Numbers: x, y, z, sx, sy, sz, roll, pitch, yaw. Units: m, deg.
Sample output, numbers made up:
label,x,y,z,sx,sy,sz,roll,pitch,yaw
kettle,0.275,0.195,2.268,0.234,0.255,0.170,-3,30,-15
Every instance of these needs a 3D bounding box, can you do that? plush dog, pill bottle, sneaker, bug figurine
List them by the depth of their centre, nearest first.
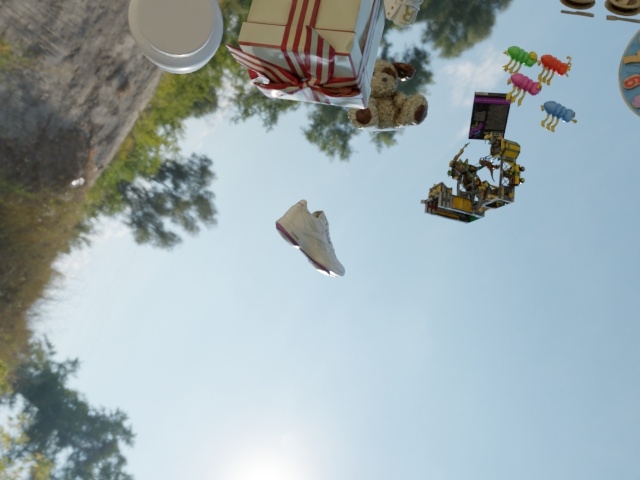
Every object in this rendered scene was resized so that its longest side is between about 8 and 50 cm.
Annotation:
label,x,y,z,sx,sy,sz,roll,pitch,yaw
pill bottle,-0.178,-0.267,0.677,0.112,0.112,0.187,-52,-159,4
sneaker,0.241,-0.588,1.294,0.292,0.108,0.169,42,-57,57
bug figurine,0.593,-0.430,1.466,0.072,0.216,0.279,127,-21,-54
sneaker,0.000,0.000,1.708,0.152,0.305,0.114,-52,-147,-13
plush dog,0.193,-0.469,1.753,0.210,0.262,0.226,-163,-112,-78

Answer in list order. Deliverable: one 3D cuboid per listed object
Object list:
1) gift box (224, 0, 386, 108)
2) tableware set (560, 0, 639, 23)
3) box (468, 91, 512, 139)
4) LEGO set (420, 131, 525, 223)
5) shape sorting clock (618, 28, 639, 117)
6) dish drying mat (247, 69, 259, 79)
label,x,y,z,sx,sy,sz,roll,pitch,yaw
gift box,-0.021,-0.419,1.091,0.255,0.276,0.258,10,-99,20
tableware set,0.689,-0.593,1.334,0.039,0.194,0.128,88,18,-52
box,0.548,-0.401,1.771,0.116,0.162,0.029,7,-140,11
LEGO set,0.442,-0.190,1.671,0.331,0.192,0.255,169,-68,-71
shape sorting clock,0.615,-0.296,0.923,0.206,0.040,0.206,4,-85,42
dish drying mat,-0.179,-0.486,1.568,0.008,0.032,0.083,-29,-162,-39
